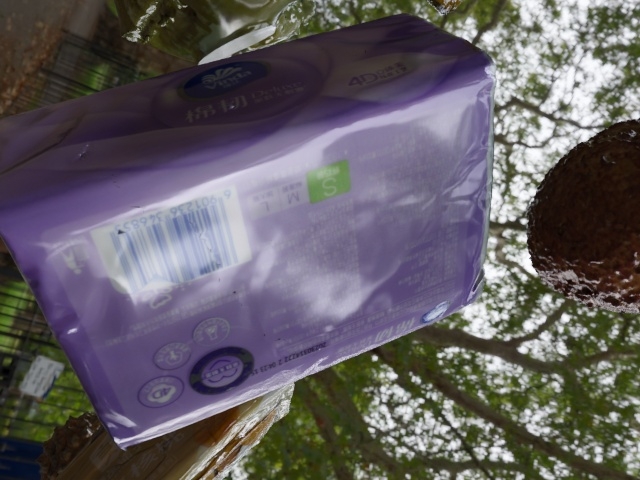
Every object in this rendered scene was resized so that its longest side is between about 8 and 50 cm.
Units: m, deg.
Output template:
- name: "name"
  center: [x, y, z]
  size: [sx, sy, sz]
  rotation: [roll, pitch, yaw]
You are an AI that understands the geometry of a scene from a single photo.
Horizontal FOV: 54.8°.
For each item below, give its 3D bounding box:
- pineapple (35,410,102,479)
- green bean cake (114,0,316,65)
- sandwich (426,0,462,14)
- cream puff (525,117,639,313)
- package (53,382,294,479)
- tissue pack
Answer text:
- name: "pineapple"
  center: [-0.397, 0.378, 1.073]
  size: [0.193, 0.166, 0.166]
  rotation: [-35, -140, 40]
- name: "green bean cake"
  center: [-0.107, -0.342, 0.797]
  size: [0.310, 0.285, 0.202]
  rotation: [2, -76, 61]
- name: "sandwich"
  center: [0.107, -0.494, 0.949]
  size: [0.095, 0.249, 0.273]
  rotation: [-45, -149, 24]
- name: "cream puff"
  center: [0.457, -0.050, 0.930]
  size: [0.350, 0.229, 0.350]
  rotation: [-47, -164, 18]
- name: "package"
  center: [-0.196, 0.240, 0.725]
  size: [0.311, 0.165, 0.221]
  rotation: [-45, 166, -20]
- name: "tissue pack"
  center: [-0.039, -0.017, 0.488]
  size: [0.160, 0.338, 0.242]
  rotation: [-127, -157, -47]
